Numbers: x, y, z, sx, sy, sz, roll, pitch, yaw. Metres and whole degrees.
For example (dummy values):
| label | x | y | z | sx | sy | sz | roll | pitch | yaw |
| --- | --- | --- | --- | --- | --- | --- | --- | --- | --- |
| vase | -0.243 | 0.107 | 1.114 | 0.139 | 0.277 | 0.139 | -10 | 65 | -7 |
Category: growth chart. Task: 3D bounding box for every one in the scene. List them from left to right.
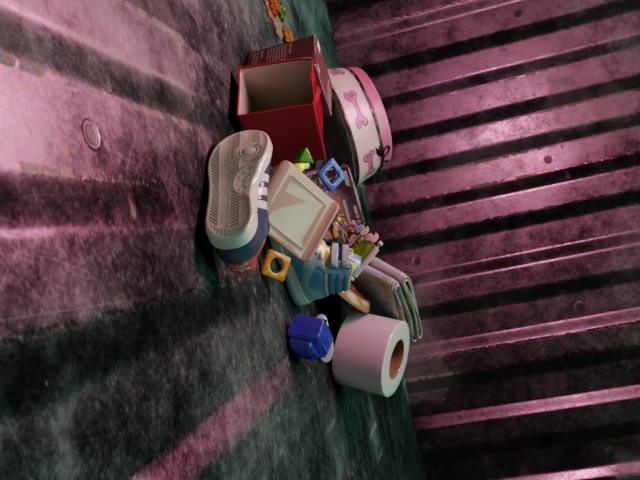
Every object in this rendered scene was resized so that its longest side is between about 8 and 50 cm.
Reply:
| label | x | y | z | sx | sy | sz | roll | pitch | yaw |
| --- | --- | --- | --- | --- | --- | --- | --- | --- | --- |
| growth chart | 0.083 | 0.019 | 2.117 | 0.021 | 0.172 | 0.237 | 29 | 4 | -42 |

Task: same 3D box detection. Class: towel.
| label | x | y | z | sx | sy | sz | roll | pitch | yaw |
| --- | --- | --- | --- | --- | --- | --- | --- | --- | --- |
| towel | 0.170 | 0.161 | 2.322 | 0.090 | 0.374 | 0.320 | -42 | 136 | -23 |

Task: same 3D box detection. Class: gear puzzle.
| label | x | y | z | sx | sy | sz | roll | pitch | yaw |
| --- | --- | --- | --- | --- | --- | --- | --- | --- | --- |
| gear puzzle | -0.144 | -0.796 | 2.385 | 0.339 | 0.044 | 0.175 | 64 | 18 | -50 |

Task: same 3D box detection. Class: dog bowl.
| label | x | y | z | sx | sy | sz | roll | pitch | yaw |
| --- | --- | --- | --- | --- | --- | --- | --- | --- | --- |
| dog bowl | 0.099 | -0.385 | 2.272 | 0.408 | 0.150 | 0.408 | 160 | -90 | -80 |

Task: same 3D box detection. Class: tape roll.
| label | x | y | z | sx | sy | sz | roll | pitch | yaw |
| --- | --- | --- | --- | --- | --- | --- | --- | --- | --- |
| tape roll | 0.164 | 0.356 | 2.186 | 0.246 | 0.169 | 0.246 | -37 | 133 | -55 |

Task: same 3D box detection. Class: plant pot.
| label | x | y | z | sx | sy | sz | roll | pitch | yaw |
| --- | --- | --- | --- | --- | --- | --- | --- | --- | --- |
| plant pot | 0.074 | 0.139 | 2.185 | 0.236 | 0.032 | 0.236 | 40 | 7 | -6 |

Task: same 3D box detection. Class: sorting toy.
| label | x | y | z | sx | sy | sz | roll | pitch | yaw |
| --- | --- | --- | --- | --- | --- | --- | --- | --- | --- |
| sorting toy | -0.069 | -0.068 | 1.693 | 0.196 | 0.047 | 0.347 | 38 | 70 | -27 |

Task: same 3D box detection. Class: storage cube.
| label | x | y | z | sx | sy | sz | roll | pitch | yaw |
| --- | --- | --- | --- | --- | --- | --- | --- | --- | --- |
| storage cube | -0.096 | -0.319 | 1.742 | 0.193 | 0.215 | 0.183 | 74 | 10 | -52 |

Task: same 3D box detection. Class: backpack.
| label | x | y | z | sx | sy | sz | roll | pitch | yaw |
| --- | --- | --- | --- | --- | --- | --- | --- | --- | --- |
| backpack | -0.028 | 0.254 | 1.768 | 0.101 | 0.098 | 0.120 | -64 | 152 | -22 |

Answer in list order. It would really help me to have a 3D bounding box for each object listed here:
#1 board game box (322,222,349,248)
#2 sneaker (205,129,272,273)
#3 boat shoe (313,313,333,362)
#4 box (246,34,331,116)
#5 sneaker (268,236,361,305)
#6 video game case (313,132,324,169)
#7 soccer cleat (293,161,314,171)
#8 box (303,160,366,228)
| label | x | y | z | sx | sy | sz | roll | pitch | yaw |
| --- | --- | --- | --- | --- | --- | --- | --- | --- | --- |
| board game box | 0.000 | 0.000 | 2.032 | 0.170 | 0.141 | 0.048 | 37 | 41 | -72 |
| sneaker | -0.160 | -0.081 | 1.423 | 0.148 | 0.131 | 0.350 | 76 | 15 | -45 |
| boat shoe | 0.005 | 0.283 | 2.018 | 0.040 | 0.049 | 0.142 | -3 | -85 | 63 |
| box | -0.086 | -0.431 | 1.899 | 0.168 | 0.203 | 0.167 | -88 | 163 | -47 |
| sneaker | -0.010 | 0.014 | 1.805 | 0.127 | 0.208 | 0.319 | -83 | 157 | -56 |
| video game case | -0.011 | -0.243 | 2.294 | 0.183 | 0.023 | 0.201 | -90 | -171 | -68 |
| soccer cleat | -0.079 | -0.292 | 2.156 | 0.121 | 0.093 | 0.289 | 39 | 33 | -22 |
| box | 0.030 | -0.122 | 2.203 | 0.056 | 0.183 | 0.231 | -79 | 155 | -65 |
